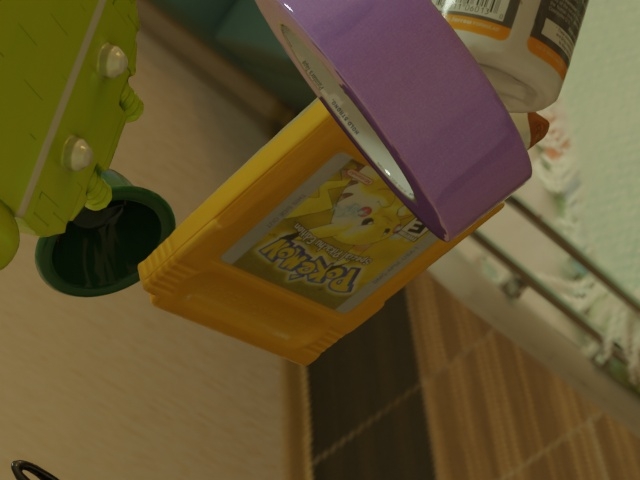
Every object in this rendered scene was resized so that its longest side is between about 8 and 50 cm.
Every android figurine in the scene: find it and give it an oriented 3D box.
[{"bbox_3d":[-0.166,-0.104,0.731,0.056,0.273,0.248,11,70,19],"label":"android figurine"}]

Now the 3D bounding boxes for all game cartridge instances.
[{"bbox_3d":[0.000,0.000,1.454,0.324,0.285,0.052,-42,47,22],"label":"game cartridge"}]

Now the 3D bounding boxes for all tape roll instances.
[{"bbox_3d":[0.056,-0.132,1.105,0.090,0.275,0.275,-38,29,-1],"label":"tape roll"}]

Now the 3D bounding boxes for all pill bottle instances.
[{"bbox_3d":[0.191,-0.278,1.294,0.162,0.162,0.278,3,71,57],"label":"pill bottle"}]

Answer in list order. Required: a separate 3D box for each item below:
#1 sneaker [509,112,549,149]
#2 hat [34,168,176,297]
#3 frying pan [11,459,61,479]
[{"bbox_3d":[0.174,-0.219,1.606,0.290,0.123,0.106,63,155,19],"label":"sneaker"},{"bbox_3d":[-0.285,-0.064,1.659,0.208,0.173,0.183,-54,45,26],"label":"hat"},{"bbox_3d":[-0.150,0.308,1.342,0.053,0.326,0.197,-31,3,34],"label":"frying pan"}]
